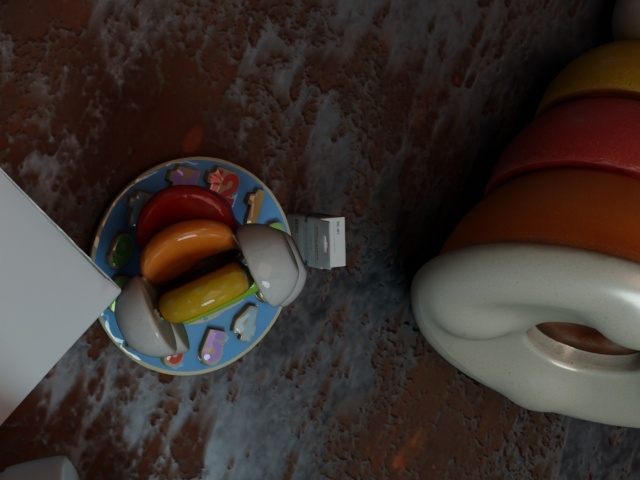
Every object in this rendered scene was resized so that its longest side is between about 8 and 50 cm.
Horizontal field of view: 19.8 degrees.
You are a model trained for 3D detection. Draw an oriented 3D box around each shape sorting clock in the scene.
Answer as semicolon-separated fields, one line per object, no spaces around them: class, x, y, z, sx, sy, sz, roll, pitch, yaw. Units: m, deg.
shape sorting clock;-0.117;0.024;1.698;0.206;0.040;0.206;-3;96;-29

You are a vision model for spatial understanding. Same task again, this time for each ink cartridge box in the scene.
ink cartridge box;0.000;0.000;1.736;0.028;0.083;0.048;-6;98;-28

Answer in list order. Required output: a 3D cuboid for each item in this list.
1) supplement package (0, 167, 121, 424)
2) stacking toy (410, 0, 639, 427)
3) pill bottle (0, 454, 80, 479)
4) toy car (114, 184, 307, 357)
supplement package;-0.339;0.021;1.514;0.204;0.145;0.262;-49;115;-16
stacking toy;0.307;-0.082;1.814;0.350;0.350;0.480;30;65;-28
pill bottle;-0.355;0.292;1.430;0.361;0.204;0.204;-14;103;-2
toy car;-0.106;0.016;1.593;0.159;0.182;0.136;-25;86;4
